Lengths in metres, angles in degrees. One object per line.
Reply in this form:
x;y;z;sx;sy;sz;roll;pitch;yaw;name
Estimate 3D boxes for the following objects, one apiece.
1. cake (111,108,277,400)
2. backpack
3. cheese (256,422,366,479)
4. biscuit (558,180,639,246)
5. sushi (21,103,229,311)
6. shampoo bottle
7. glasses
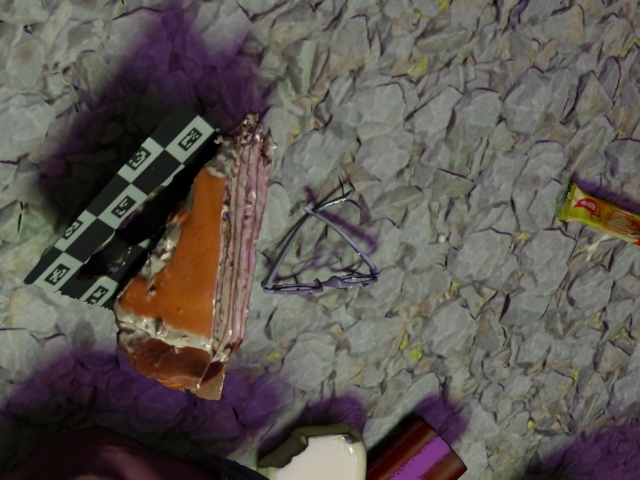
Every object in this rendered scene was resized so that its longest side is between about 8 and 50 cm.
-0.116;0.007;1.503;0.098;0.135;0.287;2;109;-55;cake
-0.211;0.315;1.584;0.317;0.197;0.283;31;99;-37;backpack
-0.013;0.331;1.779;0.127;0.050;0.256;-1;100;-20;cheese
0.383;-0.013;1.908;0.292;0.026;0.048;18;87;-40;biscuit
-0.177;-0.040;1.479;0.215;0.050;0.192;-47;158;5;sushi
0.050;0.324;1.856;0.260;0.064;0.102;-42;126;-5;shampoo bottle
0.000;0.000;1.651;0.140;0.062;0.104;-9;100;-30;glasses
